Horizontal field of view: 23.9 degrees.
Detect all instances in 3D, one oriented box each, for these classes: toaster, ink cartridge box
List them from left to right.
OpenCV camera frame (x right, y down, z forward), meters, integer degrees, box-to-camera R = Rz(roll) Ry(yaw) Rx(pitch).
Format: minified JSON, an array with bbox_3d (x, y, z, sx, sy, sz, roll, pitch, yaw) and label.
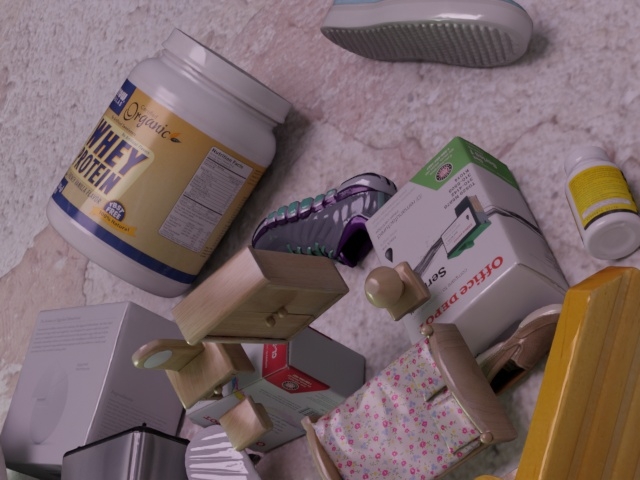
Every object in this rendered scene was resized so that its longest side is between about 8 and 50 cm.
[{"bbox_3d":[-0.199,0.302,1.826,0.186,0.168,0.110,-24,52,41],"label":"toaster"},{"bbox_3d":[-0.054,0.171,1.771,0.175,0.127,0.072,-28,46,36],"label":"ink cartridge box"},{"bbox_3d":[0.157,0.019,1.654,0.160,0.092,0.219,-45,38,21],"label":"ink cartridge box"}]

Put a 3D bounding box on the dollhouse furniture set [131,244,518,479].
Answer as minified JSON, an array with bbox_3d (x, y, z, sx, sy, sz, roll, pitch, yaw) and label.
[{"bbox_3d":[0.001,0.194,1.534,0.303,0.174,0.355,-40,66,24],"label":"dollhouse furniture set"}]

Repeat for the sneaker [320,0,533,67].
[{"bbox_3d":[0.135,-0.307,1.873,0.366,0.135,0.150,14,80,52],"label":"sneaker"}]

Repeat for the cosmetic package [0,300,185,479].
[{"bbox_3d":[-0.299,0.212,2.027,0.224,0.138,0.224,-7,62,48],"label":"cosmetic package"}]

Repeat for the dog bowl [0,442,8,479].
[{"bbox_3d":[-0.492,0.366,2.037,0.349,0.102,0.348,172,90,-68],"label":"dog bowl"}]

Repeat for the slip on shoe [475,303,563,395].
[{"bbox_3d":[0.211,0.115,1.557,0.135,0.051,0.041,-37,36,33],"label":"slip on shoe"}]

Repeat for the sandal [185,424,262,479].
[{"bbox_3d":[-0.073,0.329,1.725,0.102,0.076,0.265,-31,57,12],"label":"sandal"}]

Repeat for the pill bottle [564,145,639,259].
[{"bbox_3d":[0.289,-0.042,1.562,0.065,0.065,0.116,-39,42,26],"label":"pill bottle"}]

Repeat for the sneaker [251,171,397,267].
[{"bbox_3d":[0.000,0.000,1.869,0.224,0.083,0.098,-28,51,35],"label":"sneaker"}]

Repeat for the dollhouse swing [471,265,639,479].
[{"bbox_3d":[0.316,0.227,1.105,0.315,0.347,0.305,23,84,54],"label":"dollhouse swing"}]

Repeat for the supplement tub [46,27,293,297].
[{"bbox_3d":[-0.202,-0.106,2.056,0.316,0.228,0.228,-57,36,4],"label":"supplement tub"}]
